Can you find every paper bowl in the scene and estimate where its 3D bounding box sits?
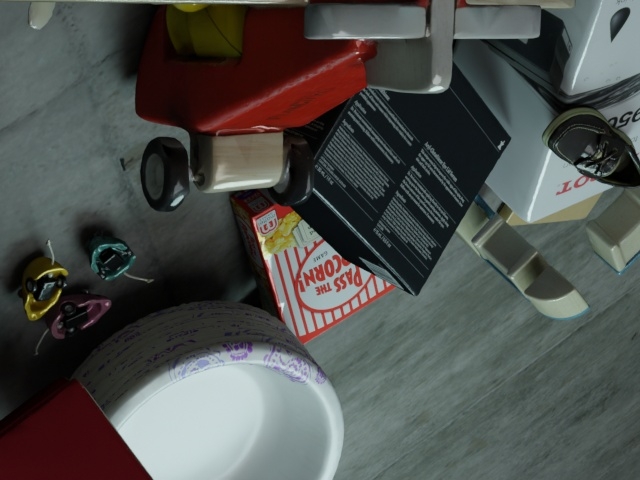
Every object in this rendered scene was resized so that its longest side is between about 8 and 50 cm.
[{"bbox_3d":[-0.131,0.185,1.895,0.284,0.148,0.284,-14,127,-20],"label":"paper bowl"}]

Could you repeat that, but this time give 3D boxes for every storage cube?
[{"bbox_3d":[-0.236,0.247,1.655,0.193,0.215,0.183,-38,-176,-11],"label":"storage cube"}]

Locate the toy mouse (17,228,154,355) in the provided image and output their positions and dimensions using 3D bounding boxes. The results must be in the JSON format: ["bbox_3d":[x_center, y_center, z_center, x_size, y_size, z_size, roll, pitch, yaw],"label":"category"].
[{"bbox_3d":[-0.216,0.037,1.763,0.143,0.031,0.161,-13,140,-40],"label":"toy mouse"}]

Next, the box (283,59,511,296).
[{"bbox_3d":[0.050,-0.092,1.762,0.184,0.103,0.261,-56,145,-8],"label":"box"}]

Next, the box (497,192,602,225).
[{"bbox_3d":[0.303,-0.102,2.196,0.164,0.021,0.201,-4,133,-47],"label":"box"}]

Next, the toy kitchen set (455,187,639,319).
[{"bbox_3d":[0.246,-0.025,2.048,0.166,0.207,0.122,-45,151,1],"label":"toy kitchen set"}]

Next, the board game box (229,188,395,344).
[{"bbox_3d":[0.000,0.000,1.915,0.147,0.045,0.193,-32,136,-17],"label":"board game box"}]

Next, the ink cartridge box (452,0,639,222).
[{"bbox_3d":[0.300,-0.240,1.865,0.285,0.166,0.395,-22,146,-29],"label":"ink cartridge box"}]

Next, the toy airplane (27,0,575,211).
[{"bbox_3d":[-0.015,-0.197,1.456,0.384,0.272,0.386,-13,168,13],"label":"toy airplane"}]

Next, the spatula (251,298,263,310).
[{"bbox_3d":[0.015,0.010,1.998,0.296,0.030,0.084,-40,149,-2],"label":"spatula"}]

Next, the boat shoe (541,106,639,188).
[{"bbox_3d":[0.263,-0.084,1.816,0.152,0.049,0.056,13,123,-51],"label":"boat shoe"}]
